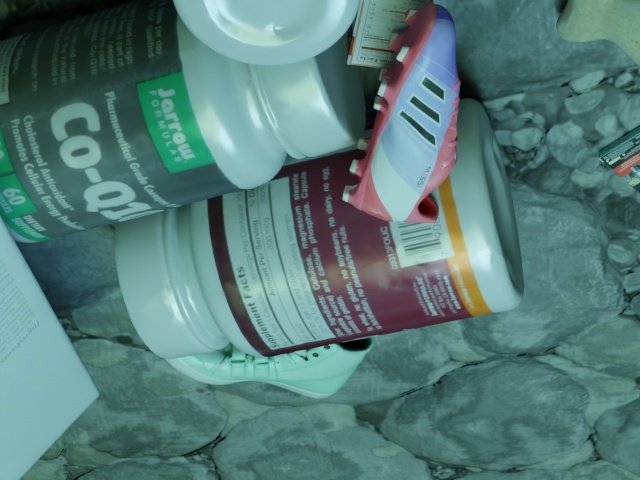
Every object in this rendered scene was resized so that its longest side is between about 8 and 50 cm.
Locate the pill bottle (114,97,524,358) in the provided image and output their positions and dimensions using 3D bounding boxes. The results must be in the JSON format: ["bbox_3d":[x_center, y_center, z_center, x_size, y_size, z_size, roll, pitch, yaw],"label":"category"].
[{"bbox_3d":[0.000,0.000,1.339,0.392,0.224,0.224,-12,135,15],"label":"pill bottle"}]

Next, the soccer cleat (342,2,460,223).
[{"bbox_3d":[0.088,-0.104,1.101,0.095,0.083,0.248,16,140,-3],"label":"soccer cleat"}]

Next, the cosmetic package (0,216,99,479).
[{"bbox_3d":[-0.408,0.074,1.337,0.230,0.161,0.453,34,159,20],"label":"cosmetic package"}]

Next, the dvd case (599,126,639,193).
[{"bbox_3d":[0.373,-0.083,1.385,0.119,0.013,0.087,35,128,-28],"label":"dvd case"}]

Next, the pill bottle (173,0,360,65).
[{"bbox_3d":[-0.037,-0.273,1.025,0.146,0.264,0.146,1,136,1],"label":"pill bottle"}]

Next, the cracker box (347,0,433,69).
[{"bbox_3d":[0.072,-0.282,1.088,0.067,0.156,0.232,7,137,-6],"label":"cracker box"}]

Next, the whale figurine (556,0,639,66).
[{"bbox_3d":[0.364,-0.211,1.190,0.272,0.141,0.216,19,139,19],"label":"whale figurine"}]

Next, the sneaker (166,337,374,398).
[{"bbox_3d":[-0.060,0.113,1.552,0.255,0.094,0.151,13,142,-24],"label":"sneaker"}]

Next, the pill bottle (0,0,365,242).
[{"bbox_3d":[-0.153,-0.132,1.223,0.361,0.204,0.204,-14,134,17],"label":"pill bottle"}]
